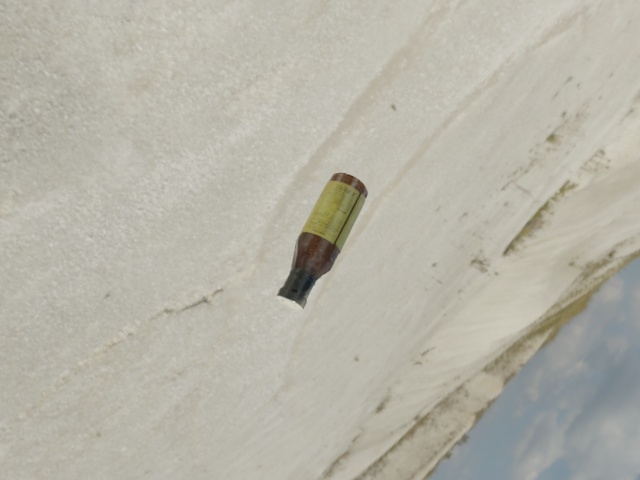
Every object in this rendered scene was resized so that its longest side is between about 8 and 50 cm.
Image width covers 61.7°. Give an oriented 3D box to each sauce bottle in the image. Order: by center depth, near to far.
[{"bbox_3d":[0.000,0.000,0.476,0.128,0.042,0.042,-61,166,-21],"label":"sauce bottle"}]
